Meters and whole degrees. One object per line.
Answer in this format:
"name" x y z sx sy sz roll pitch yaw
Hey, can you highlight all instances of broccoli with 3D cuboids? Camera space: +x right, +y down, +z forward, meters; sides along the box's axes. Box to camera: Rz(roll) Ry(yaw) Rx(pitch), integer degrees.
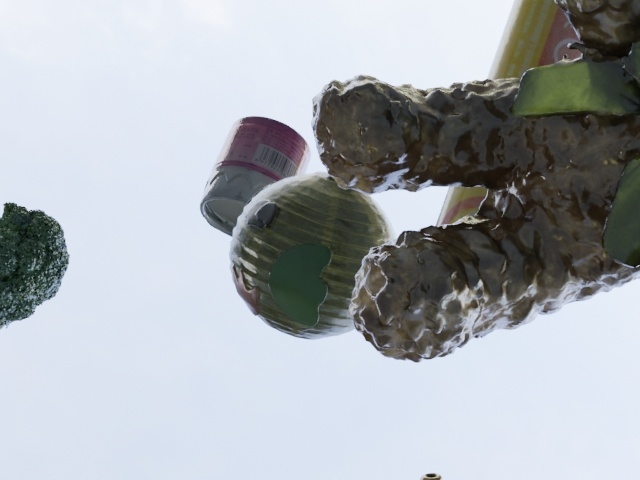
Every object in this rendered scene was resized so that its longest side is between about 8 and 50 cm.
"broccoli" -0.441 0.041 1.226 0.156 0.195 0.195 17 -133 23

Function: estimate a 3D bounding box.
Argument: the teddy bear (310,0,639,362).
"teddy bear" 0.171 -0.045 0.477 0.296 0.222 0.246 -8 -102 -24

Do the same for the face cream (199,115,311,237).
"face cream" -0.126 -0.117 1.674 0.175 0.175 0.195 22 -117 -3

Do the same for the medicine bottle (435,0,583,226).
"medicine bottle" 0.201 -0.141 0.842 0.108 0.426 0.108 17 -170 -3

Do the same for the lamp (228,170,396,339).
"lamp" 0.000 0.000 1.230 0.250 0.284 0.250 19 -168 -4

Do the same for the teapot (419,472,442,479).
"teapot" 0.135 0.438 1.111 0.203 0.311 0.167 -4 -154 -20
